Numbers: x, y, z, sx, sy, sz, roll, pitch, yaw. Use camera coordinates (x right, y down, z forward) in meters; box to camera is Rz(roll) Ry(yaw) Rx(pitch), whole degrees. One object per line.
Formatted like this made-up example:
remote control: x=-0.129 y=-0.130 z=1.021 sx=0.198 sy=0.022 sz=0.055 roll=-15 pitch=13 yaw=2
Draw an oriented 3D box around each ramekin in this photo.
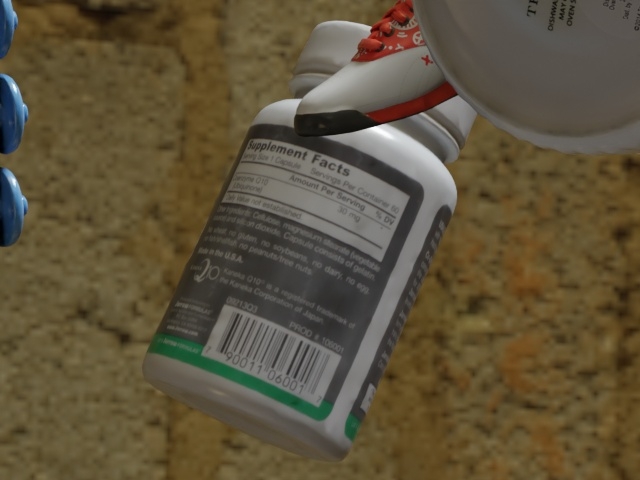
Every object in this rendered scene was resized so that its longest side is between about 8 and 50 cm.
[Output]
ramekin: x=0.139 y=-0.138 z=0.858 sx=0.207 sy=0.109 sz=0.207 roll=9 pitch=-74 yaw=32

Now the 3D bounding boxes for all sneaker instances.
sneaker: x=0.086 y=-0.184 z=1.397 sx=0.090 sy=0.270 sz=0.145 roll=-149 pitch=-141 yaw=-74

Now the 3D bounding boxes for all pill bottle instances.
pill bottle: x=0.000 y=0.000 z=1.610 sx=0.361 sy=0.204 sz=0.204 roll=-65 pitch=-167 yaw=-11

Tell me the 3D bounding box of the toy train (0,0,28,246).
toy train: x=-0.206 y=-0.065 z=0.943 sx=0.105 sy=0.080 sz=0.184 roll=5 pitch=-81 yaw=57
